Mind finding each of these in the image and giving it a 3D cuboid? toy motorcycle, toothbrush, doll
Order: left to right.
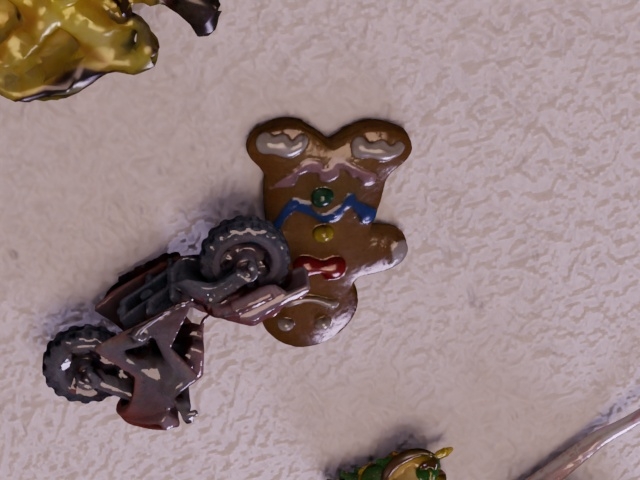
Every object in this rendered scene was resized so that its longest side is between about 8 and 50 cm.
[{"bbox_3d":[-0.098,0.067,1.319,0.212,0.084,0.118,-34,121,16],"label":"toy motorcycle"},{"bbox_3d":[0.053,0.200,1.490,0.113,0.076,0.078,-51,155,-11],"label":"doll"},{"bbox_3d":[0.217,0.182,1.531,0.307,0.029,0.025,-40,126,19],"label":"toothbrush"}]

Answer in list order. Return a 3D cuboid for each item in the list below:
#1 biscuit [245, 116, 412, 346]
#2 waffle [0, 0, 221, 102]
[{"bbox_3d":[0.000,0.000,1.332,0.138,0.031,0.205,0,128,-15],"label":"biscuit"},{"bbox_3d":[-0.244,-0.231,1.054,0.379,0.095,0.382,-7,131,-9],"label":"waffle"}]
